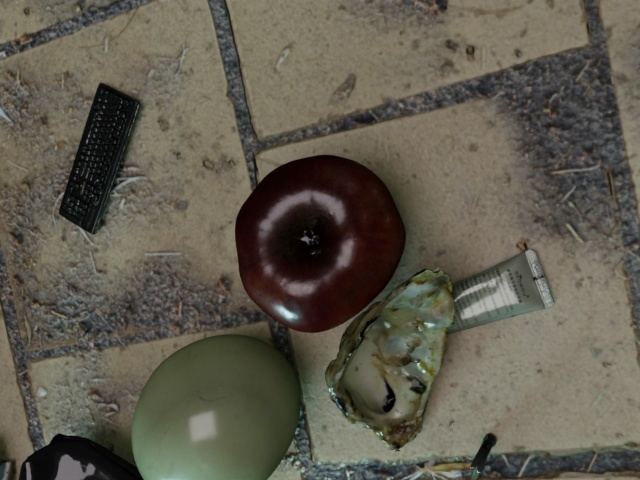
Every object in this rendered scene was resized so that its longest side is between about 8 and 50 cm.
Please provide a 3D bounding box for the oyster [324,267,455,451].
[{"bbox_3d":[0.101,0.144,1.053,0.166,0.094,0.294,15,119,-16],"label":"oyster"}]

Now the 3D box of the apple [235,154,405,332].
[{"bbox_3d":[0.001,-0.001,1.046,0.234,0.234,0.234,2,96,22],"label":"apple"}]

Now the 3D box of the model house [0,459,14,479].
[{"bbox_3d":[-0.637,0.495,1.385,0.178,0.271,0.206,-3,130,21],"label":"model house"}]

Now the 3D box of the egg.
[{"bbox_3d":[-0.147,0.250,1.134,0.219,0.219,0.269,37,103,15],"label":"egg"}]

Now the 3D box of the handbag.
[{"bbox_3d":[-0.342,0.485,1.286,0.288,0.152,0.342,19,106,8],"label":"handbag"}]

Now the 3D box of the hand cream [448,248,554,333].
[{"bbox_3d":[0.185,0.087,1.079,0.234,0.050,0.080,-21,87,18],"label":"hand cream"}]

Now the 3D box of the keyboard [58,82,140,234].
[{"bbox_3d":[-0.351,-0.127,1.283,0.094,0.025,0.230,27,105,20],"label":"keyboard"}]

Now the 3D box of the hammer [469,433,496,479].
[{"bbox_3d":[0.198,0.350,1.097,0.017,0.062,0.182,21,109,20],"label":"hammer"}]
